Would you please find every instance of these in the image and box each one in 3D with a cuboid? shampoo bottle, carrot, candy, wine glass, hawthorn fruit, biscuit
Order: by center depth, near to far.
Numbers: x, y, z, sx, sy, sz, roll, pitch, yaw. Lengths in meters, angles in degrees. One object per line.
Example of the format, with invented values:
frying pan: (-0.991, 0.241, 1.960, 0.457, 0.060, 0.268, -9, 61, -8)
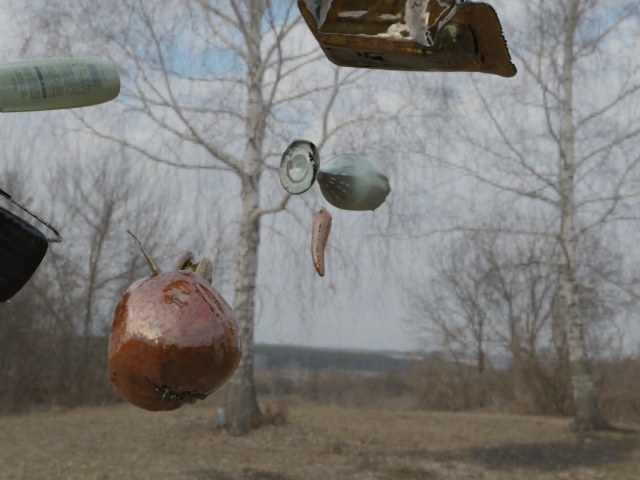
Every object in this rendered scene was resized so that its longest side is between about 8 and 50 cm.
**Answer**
hawthorn fruit: (-0.149, 0.090, 0.812, 0.149, 0.189, 0.149, 7, -23, 3)
candy: (0.101, -0.256, 0.917, 0.271, 0.101, 0.143, 18, -10, 27)
shampoo bottle: (-0.380, -0.215, 1.050, 0.212, 0.072, 0.049, -15, 5, -43)
carrot: (0.000, 0.000, 1.331, 0.035, 0.142, 0.035, 4, -31, 3)
biscuit: (-0.242, 0.130, 1.347, 0.066, 0.221, 0.220, 13, -8, -1)
wine glass: (0.035, -0.131, 1.591, 0.126, 0.126, 0.241, -5, -11, 44)

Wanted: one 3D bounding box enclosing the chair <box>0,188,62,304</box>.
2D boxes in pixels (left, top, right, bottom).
chair: (-0.471, 0.010, 1.073, 0.145, 0.140, 0.221, 39, -7, -13)
